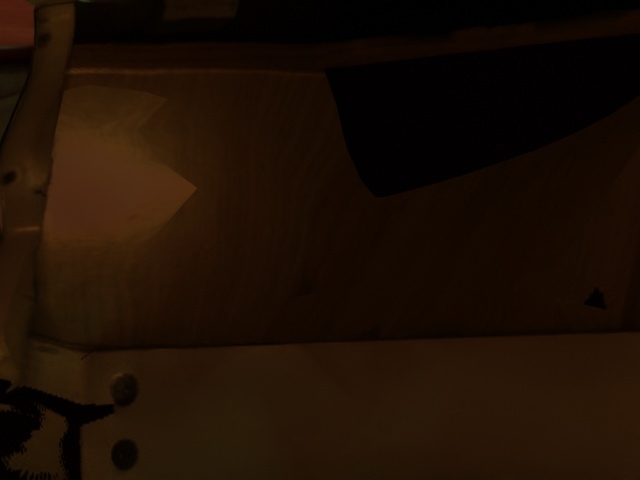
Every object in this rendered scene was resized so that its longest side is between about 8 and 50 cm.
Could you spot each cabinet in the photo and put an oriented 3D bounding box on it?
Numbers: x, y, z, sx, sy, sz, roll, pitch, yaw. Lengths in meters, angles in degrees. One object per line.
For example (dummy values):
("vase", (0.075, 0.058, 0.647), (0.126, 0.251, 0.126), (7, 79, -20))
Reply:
("cabinet", (0.061, 0.055, 0.502), (0.227, 0.290, 0.318), (-4, 171, 29))

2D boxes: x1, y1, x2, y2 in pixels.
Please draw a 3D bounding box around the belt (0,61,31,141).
("belt", (-0.118, -0.041, 0.677), (0.232, 0.053, 0.071), (-3, 180, 23))
